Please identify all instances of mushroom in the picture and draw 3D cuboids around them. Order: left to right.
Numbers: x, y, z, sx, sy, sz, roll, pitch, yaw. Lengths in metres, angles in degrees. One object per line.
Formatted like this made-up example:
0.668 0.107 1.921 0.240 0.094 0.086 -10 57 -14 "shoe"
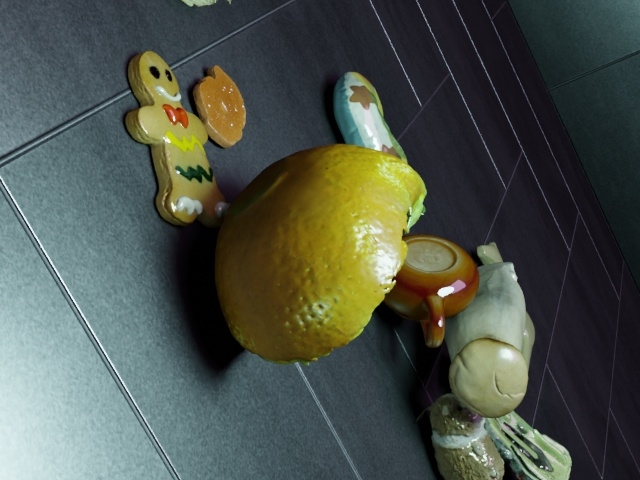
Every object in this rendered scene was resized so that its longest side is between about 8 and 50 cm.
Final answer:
0.279 0.149 1.742 0.407 0.154 0.137 -86 161 -69 "mushroom"

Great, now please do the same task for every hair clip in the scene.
0.330 0.346 1.883 0.321 0.091 0.138 50 37 -11 "hair clip"

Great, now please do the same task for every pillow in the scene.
0.090 -0.190 1.844 0.233 0.086 0.214 66 15 1 "pillow"

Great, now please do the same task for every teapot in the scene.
0.172 0.088 1.694 0.252 0.178 0.135 -95 -175 -53 "teapot"

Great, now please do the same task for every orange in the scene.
-0.005 -0.007 1.287 0.196 0.263 0.334 63 31 -21 "orange"

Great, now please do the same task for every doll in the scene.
0.243 0.349 1.673 0.221 0.115 0.105 64 15 -5 "doll"

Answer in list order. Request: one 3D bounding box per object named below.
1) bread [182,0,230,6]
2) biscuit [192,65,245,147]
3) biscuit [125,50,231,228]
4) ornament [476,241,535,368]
-0.187 -0.423 1.458 0.134 0.085 0.173 23 51 -57 "bread"
-0.141 -0.185 1.442 0.102 0.019 0.130 55 28 -27 "biscuit"
-0.181 -0.129 1.304 0.158 0.035 0.240 -8 78 -66 "biscuit"
0.380 0.130 2.174 0.230 0.061 0.245 57 29 -18 "ornament"
